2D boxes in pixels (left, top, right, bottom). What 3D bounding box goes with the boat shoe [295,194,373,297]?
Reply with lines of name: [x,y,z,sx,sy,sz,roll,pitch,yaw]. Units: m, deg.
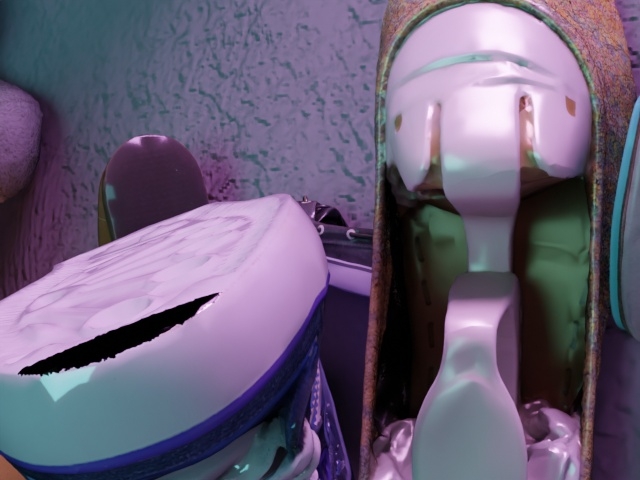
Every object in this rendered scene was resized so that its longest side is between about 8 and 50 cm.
boat shoe: [0.000,0.000,0.621,0.142,0.049,0.040,17,91,33]

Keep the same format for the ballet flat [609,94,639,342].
ballet flat: [0.158,-0.062,0.479,0.068,0.072,0.213,5,89,32]

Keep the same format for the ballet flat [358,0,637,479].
ballet flat: [0.070,0.010,0.509,0.123,0.123,0.348,0,87,40]

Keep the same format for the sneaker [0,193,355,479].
sneaker: [-0.032,0.111,0.490,0.130,0.323,0.236,-21,97,-6]

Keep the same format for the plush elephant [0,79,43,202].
plush elephant: [-0.354,-0.190,0.792,0.330,0.255,0.271,14,95,40]

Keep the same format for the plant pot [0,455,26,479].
plant pot: [-0.220,0.152,0.698,0.212,0.212,0.187,4,76,40]

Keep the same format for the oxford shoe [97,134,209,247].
oxford shoe: [-0.090,0.051,0.687,0.076,0.076,0.212,162,105,-69]
